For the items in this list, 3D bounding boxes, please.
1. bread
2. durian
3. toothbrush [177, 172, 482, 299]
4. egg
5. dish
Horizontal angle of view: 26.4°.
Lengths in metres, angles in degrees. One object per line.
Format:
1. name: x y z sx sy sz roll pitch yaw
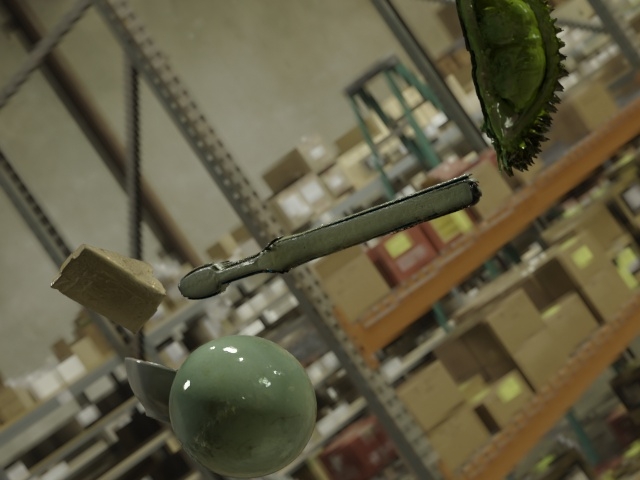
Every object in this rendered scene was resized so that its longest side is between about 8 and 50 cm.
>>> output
1. bread: -0.284 0.046 1.780 0.077 0.152 0.105 -49 34 5
2. durian: 0.278 -0.274 2.102 0.169 0.351 0.158 -13 3 -29
3. toothbrush: -0.003 0.002 0.936 0.294 0.026 0.028 -19 7 46
4. egg: -0.080 0.176 1.437 0.149 0.149 0.192 -35 -25 3
5. dish: -0.156 0.197 1.644 0.191 0.191 0.066 149 139 -78
